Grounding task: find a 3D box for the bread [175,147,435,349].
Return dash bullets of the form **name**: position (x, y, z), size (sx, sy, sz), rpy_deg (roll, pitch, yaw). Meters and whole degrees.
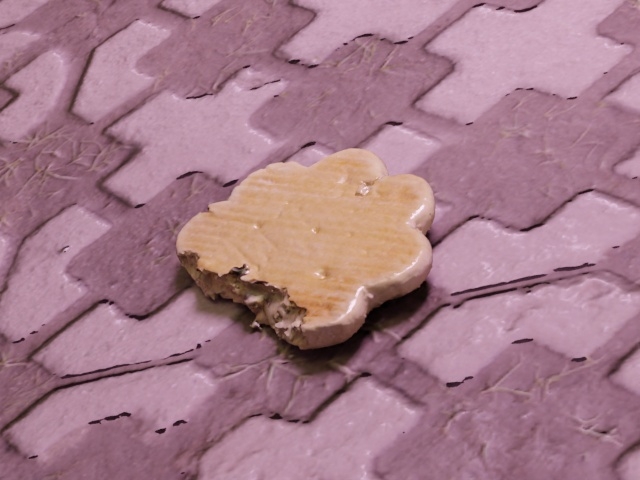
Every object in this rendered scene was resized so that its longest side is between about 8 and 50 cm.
- **bread**: position (0.000, 0.000, 1.448), size (0.182, 0.039, 0.251), rpy_deg (-37, 35, -18)
